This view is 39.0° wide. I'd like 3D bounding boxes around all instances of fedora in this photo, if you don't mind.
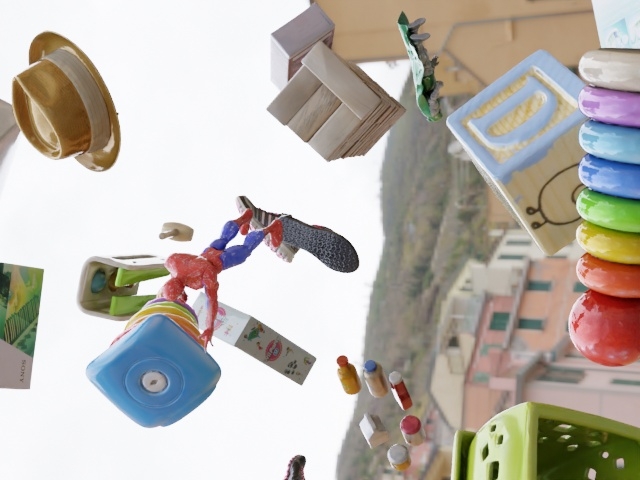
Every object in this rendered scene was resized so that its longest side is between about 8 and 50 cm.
[{"bbox_3d":[-0.338,-0.167,1.159,0.079,0.194,0.194,-34,-58,-39],"label":"fedora"}]

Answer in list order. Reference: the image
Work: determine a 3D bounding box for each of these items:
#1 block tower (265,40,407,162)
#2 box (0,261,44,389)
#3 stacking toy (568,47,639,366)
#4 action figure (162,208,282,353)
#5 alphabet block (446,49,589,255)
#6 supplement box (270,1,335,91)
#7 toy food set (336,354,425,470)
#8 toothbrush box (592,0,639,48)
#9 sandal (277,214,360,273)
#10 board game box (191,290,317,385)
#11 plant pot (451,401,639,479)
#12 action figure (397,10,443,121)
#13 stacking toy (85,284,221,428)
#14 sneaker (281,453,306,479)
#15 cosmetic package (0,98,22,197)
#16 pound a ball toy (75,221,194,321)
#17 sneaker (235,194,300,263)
[{"bbox_3d":[0.028,-0.158,1.079,0.097,0.091,0.335,-48,-4,10],"label":"block tower"},{"bbox_3d":[-0.663,0.142,1.605,0.322,0.059,0.232,12,-103,-40],"label":"box"},{"bbox_3d":[0.322,-0.027,0.929,0.141,0.141,0.330,-28,-56,-61],"label":"stacking toy"},{"bbox_3d":[-0.154,0.058,1.326,0.280,0.092,0.139,-34,-41,-62],"label":"action figure"},{"bbox_3d":[0.340,-0.133,1.368,0.197,0.192,0.193,46,-167,-38],"label":"alphabet block"},{"bbox_3d":[-0.044,-0.420,2.029,0.130,0.073,0.239,-37,-10,-12],"label":"supplement box"},{"bbox_3d":[0.117,0.309,1.701,0.232,0.111,0.104,60,174,42],"label":"toy food set"},{"bbox_3d":[0.475,-0.249,1.123,0.126,0.217,0.295,156,105,-71],"label":"toothbrush box"},{"bbox_3d":[0.000,0.000,1.599,0.040,0.179,0.067,-21,-48,-53],"label":"sandal"},{"bbox_3d":[-0.185,0.264,2.429,0.303,0.224,0.097,39,-104,-44],"label":"board game box"},{"bbox_3d":[0.297,0.358,1.213,0.227,0.207,0.228,17,-115,-25],"label":"plant pot"},{"bbox_3d":[0.204,-0.316,1.744,0.232,0.064,0.137,68,-167,-49],"label":"action figure"},{"bbox_3d":[-0.263,0.156,1.514,0.165,0.175,0.302,47,-166,-21],"label":"stacking toy"},{"bbox_3d":[-0.047,0.489,1.854,0.119,0.057,0.047,-58,-45,-48],"label":"sneaker"},{"bbox_3d":[-0.652,-0.162,1.312,0.217,0.385,0.156,-57,11,31],"label":"cosmetic package"},{"bbox_3d":[-0.415,0.056,2.020,0.319,0.136,0.208,-6,-72,-76],"label":"pound a ball toy"},{"bbox_3d":[-0.094,-0.035,1.758,0.075,0.170,0.063,-42,-14,-12],"label":"sneaker"}]
